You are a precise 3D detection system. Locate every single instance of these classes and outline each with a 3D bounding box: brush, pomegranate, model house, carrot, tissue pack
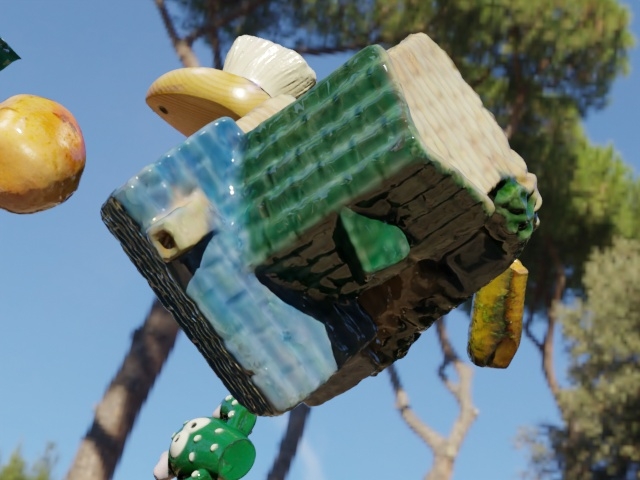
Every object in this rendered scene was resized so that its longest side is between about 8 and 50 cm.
[{"bbox_3d":[-0.153,-0.248,2.137,0.267,0.166,0.174,22,-29,21],"label":"brush"},{"bbox_3d":[-0.489,-0.140,2.107,0.209,0.209,0.209,7,-29,4],"label":"pomegranate"},{"bbox_3d":[0.000,0.000,1.550,0.445,0.400,0.395,-32,-90,23],"label":"model house"},{"bbox_3d":[0.261,0.102,1.867,0.082,0.173,0.082,10,10,-2],"label":"carrot"},{"bbox_3d":[-0.557,-0.281,2.036,0.138,0.028,0.085,-31,-38,10],"label":"tissue pack"}]

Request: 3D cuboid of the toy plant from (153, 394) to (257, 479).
[{"bbox_3d":[-0.207,0.383,2.315,0.232,0.243,0.112,-37,-68,3],"label":"toy plant"}]
